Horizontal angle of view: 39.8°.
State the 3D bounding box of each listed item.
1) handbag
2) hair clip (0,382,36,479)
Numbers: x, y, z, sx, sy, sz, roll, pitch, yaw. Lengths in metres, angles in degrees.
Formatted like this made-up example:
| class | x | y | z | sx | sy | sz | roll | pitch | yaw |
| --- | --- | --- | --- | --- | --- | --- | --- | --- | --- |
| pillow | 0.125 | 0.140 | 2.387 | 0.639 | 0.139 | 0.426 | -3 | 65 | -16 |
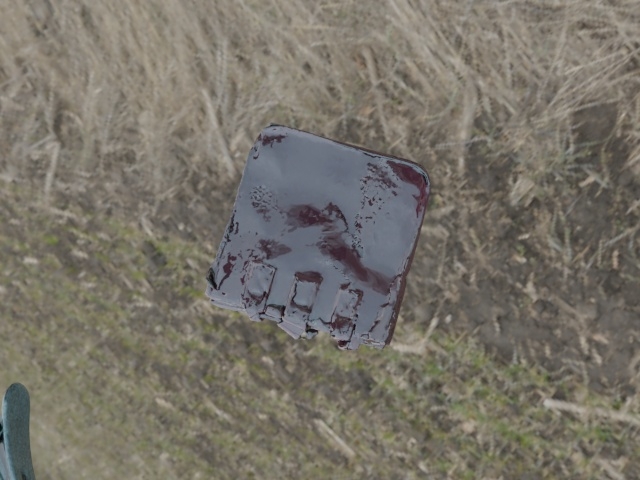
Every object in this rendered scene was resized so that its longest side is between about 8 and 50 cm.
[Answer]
| class | x | y | z | sx | sy | sz | roll | pitch | yaw |
| --- | --- | --- | --- | --- | --- | --- | --- | --- | --- |
| handbag | 0.000 | 0.000 | 0.945 | 0.203 | 0.216 | 0.074 | 14 | 168 | 8 |
| hair clip | -0.236 | 0.236 | 0.761 | 0.229 | 0.070 | 0.039 | 54 | -175 | 20 |
